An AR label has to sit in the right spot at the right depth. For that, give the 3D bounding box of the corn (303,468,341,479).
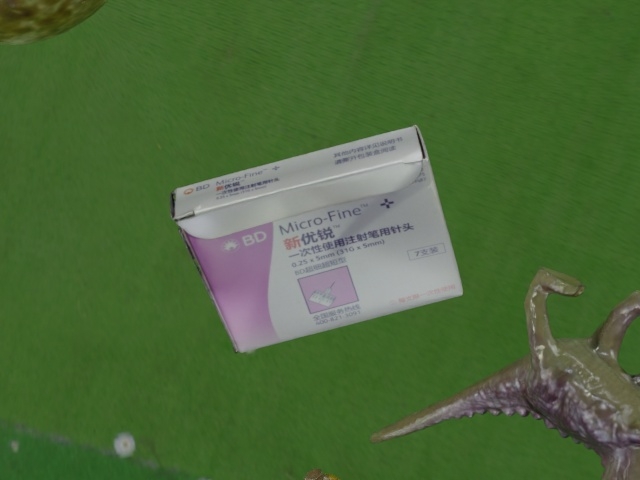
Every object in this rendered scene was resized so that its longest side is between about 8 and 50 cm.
[{"bbox_3d":[0.009,0.332,1.482,0.068,0.068,0.207,-12,108,-8],"label":"corn"}]

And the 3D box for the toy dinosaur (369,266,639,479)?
[{"bbox_3d":[0.155,0.113,1.012,0.251,0.072,0.200,22,109,22],"label":"toy dinosaur"}]

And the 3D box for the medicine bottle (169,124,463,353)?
[{"bbox_3d":[0.000,0.000,1.132,0.201,0.052,0.171,-14,136,4],"label":"medicine bottle"}]

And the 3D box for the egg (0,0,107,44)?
[{"bbox_3d":[-0.289,-0.303,1.349,0.238,0.289,0.238,-9,104,-37],"label":"egg"}]
